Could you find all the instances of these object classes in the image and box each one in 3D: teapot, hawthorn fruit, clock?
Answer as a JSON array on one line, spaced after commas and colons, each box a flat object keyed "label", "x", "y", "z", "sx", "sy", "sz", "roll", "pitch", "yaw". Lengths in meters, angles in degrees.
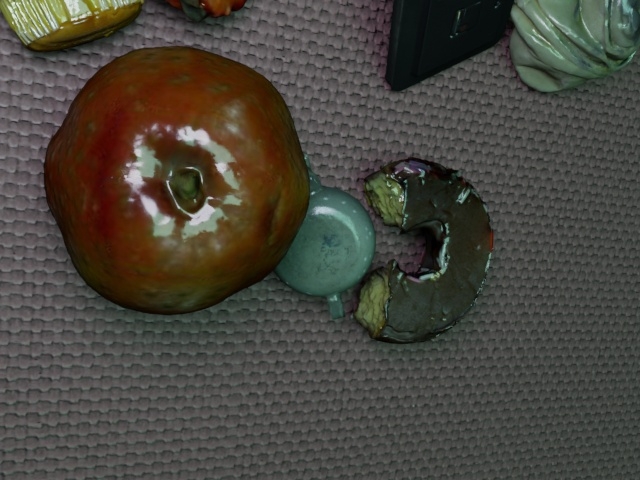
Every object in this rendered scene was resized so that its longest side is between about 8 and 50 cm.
[{"label": "teapot", "x": 0.000, "y": 0.000, "z": 1.219, "sx": 0.193, "sy": 0.129, "sz": 0.294, "roll": -13, "pitch": 104, "yaw": 4}, {"label": "hawthorn fruit", "x": -0.195, "y": -0.086, "z": 0.993, "sx": 0.403, "sy": 0.403, "sz": 0.402, "roll": -4, "pitch": 100, "yaw": -23}, {"label": "clock", "x": 0.244, "y": -0.404, "z": 1.223, "sx": 0.273, "sy": 0.279, "sz": 0.049, "roll": -29, "pitch": 64, "yaw": -16}]

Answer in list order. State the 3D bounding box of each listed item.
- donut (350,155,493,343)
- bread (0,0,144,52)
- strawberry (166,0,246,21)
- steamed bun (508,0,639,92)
[{"label": "donut", "x": 0.196, "y": 0.015, "z": 1.312, "sx": 0.259, "sy": 0.136, "sz": 0.344, "roll": -2, "pitch": 99, "yaw": -28}, {"label": "bread", "x": -0.361, "y": -0.343, "z": 1.020, "sx": 0.191, "sy": 0.132, "sz": 0.114, "roll": -29, "pitch": 109, "yaw": -14}, {"label": "strawberry", "x": -0.172, "y": -0.504, "z": 1.063, "sx": 0.336, "sy": 0.149, "sz": 0.265, "roll": -57, "pitch": 153, "yaw": -28}, {"label": "steamed bun", "x": 0.512, "y": -0.427, "z": 1.343, "sx": 0.280, "sy": 0.207, "sz": 0.267, "roll": -30, "pitch": 109, "yaw": -15}]
